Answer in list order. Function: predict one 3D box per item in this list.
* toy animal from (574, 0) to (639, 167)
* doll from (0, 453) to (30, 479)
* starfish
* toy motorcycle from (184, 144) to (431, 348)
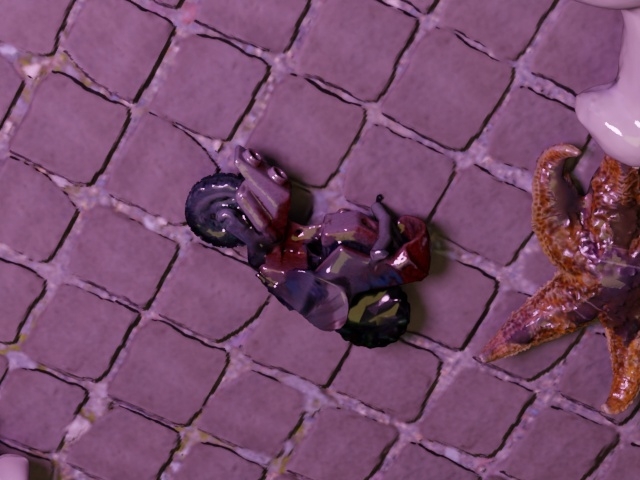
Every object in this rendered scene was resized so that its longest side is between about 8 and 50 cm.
[{"bbox_3d":[0.208,-0.210,1.411,0.368,0.196,0.241,37,112,-20],"label":"toy animal"},{"bbox_3d":[-0.387,0.162,1.614,0.208,0.144,0.271,-34,108,5],"label":"doll"},{"bbox_3d":[0.225,0.028,1.605,0.216,0.071,0.238,-13,106,12],"label":"starfish"},{"bbox_3d":[0.000,0.000,1.572,0.213,0.082,0.122,34,112,-18],"label":"toy motorcycle"}]
